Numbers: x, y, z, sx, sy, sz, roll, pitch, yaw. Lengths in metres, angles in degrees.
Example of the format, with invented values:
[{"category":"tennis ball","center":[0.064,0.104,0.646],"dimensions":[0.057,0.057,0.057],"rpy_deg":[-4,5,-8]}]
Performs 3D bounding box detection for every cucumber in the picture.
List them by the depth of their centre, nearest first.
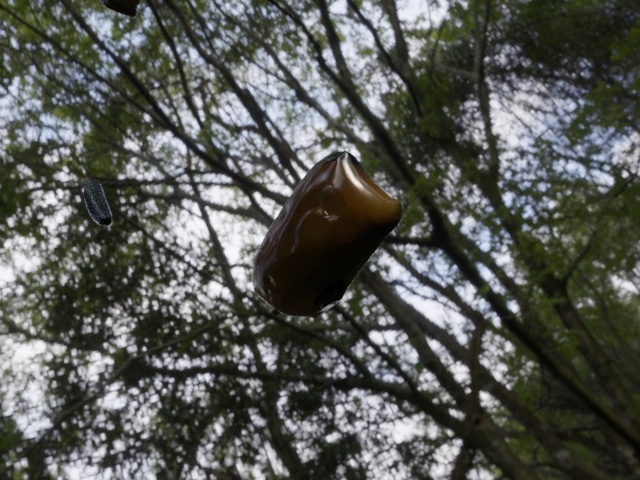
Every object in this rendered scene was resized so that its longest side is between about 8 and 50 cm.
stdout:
[{"category":"cucumber","center":[-0.358,-0.062,1.284],"dimensions":[0.036,0.184,0.033],"rpy_deg":[9,-68,-26]}]

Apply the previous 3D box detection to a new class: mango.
[{"category":"mango","center":[0.000,0.000,1.256],"dimensions":[0.153,0.201,0.287],"rpy_deg":[30,-67,-8]}]

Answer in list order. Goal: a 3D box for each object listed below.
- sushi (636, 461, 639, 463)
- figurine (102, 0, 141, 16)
[{"category":"sushi","center":[0.435,0.063,0.678],"dimensions":[0.339,0.068,0.320],"rpy_deg":[0,-34,-48]},{"category":"figurine","center":[-0.302,-0.577,1.349],"dimensions":[0.203,0.248,0.380],"rpy_deg":[-7,-48,-53]}]
